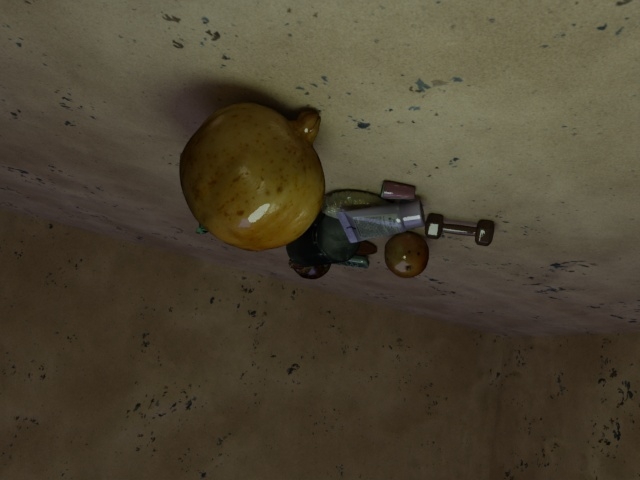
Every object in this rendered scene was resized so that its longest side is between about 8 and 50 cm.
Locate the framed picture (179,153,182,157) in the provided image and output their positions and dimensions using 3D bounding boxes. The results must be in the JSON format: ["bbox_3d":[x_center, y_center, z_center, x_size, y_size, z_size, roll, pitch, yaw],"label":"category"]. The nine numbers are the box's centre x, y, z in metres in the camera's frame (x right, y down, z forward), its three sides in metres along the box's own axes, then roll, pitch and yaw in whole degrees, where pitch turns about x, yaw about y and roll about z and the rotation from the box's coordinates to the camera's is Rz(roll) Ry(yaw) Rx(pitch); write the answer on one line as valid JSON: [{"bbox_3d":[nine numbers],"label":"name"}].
[{"bbox_3d":[-0.313,-0.233,1.739,0.315,0.024,0.232,8,164,11],"label":"framed picture"}]

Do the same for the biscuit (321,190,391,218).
[{"bbox_3d":[0.142,-0.111,1.691,0.281,0.084,0.179,11,162,2],"label":"biscuit"}]

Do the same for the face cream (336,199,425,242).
[{"bbox_3d":[0.203,-0.064,1.606,0.274,0.096,0.154,-11,137,19],"label":"face cream"}]

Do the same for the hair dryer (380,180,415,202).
[{"bbox_3d":[0.243,-0.149,1.574,0.106,0.054,0.154,7,175,0],"label":"hair dryer"}]

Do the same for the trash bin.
[{"bbox_3d":[0.000,0.000,1.995,0.252,0.203,0.301,39,157,-18],"label":"trash bin"}]

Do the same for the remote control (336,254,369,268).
[{"bbox_3d":[0.081,0.083,2.481,0.335,0.065,0.128,8,162,16],"label":"remote control"}]

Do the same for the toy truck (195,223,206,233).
[{"bbox_3d":[-0.478,-0.098,2.180,0.135,0.128,0.259,5,169,-27],"label":"toy truck"}]

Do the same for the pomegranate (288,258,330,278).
[{"bbox_3d":[-0.065,0.086,2.273,0.214,0.214,0.248,2,-169,33],"label":"pomegranate"}]

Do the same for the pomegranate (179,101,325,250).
[{"bbox_3d":[-0.152,-0.178,1.248,0.410,0.410,0.410,12,165,3],"label":"pomegranate"}]

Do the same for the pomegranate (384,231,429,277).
[{"bbox_3d":[0.342,0.057,1.956,0.191,0.191,0.191,12,165,3],"label":"pomegranate"}]

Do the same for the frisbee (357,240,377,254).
[{"bbox_3d":[0.146,0.021,2.293,0.251,0.021,0.251,12,166,3],"label":"frisbee"}]

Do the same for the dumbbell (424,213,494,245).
[{"bbox_3d":[0.481,-0.038,1.690,0.231,0.092,0.082,8,136,14],"label":"dumbbell"}]
